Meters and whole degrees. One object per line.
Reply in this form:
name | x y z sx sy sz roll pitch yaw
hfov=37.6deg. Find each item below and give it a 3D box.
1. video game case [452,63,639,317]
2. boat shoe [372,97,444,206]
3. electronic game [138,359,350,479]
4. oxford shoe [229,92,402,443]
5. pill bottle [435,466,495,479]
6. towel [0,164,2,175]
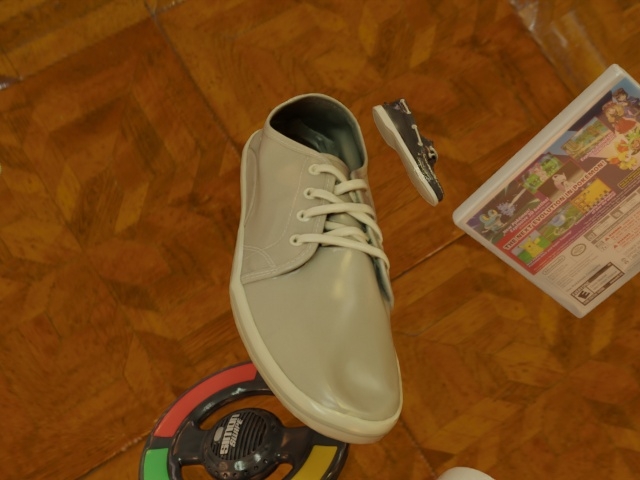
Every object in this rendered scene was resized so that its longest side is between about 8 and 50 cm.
video game case | 0.256 -0.037 0.877 0.183 0.023 0.201 35 116 -23
boat shoe | 0.095 -0.090 0.933 0.038 0.046 0.125 -26 61 -6
electronic game | -0.079 0.210 0.967 0.229 0.229 0.048 -35 129 -16
oxford shoe | 0.000 0.000 0.958 0.169 0.130 0.449 18 38 -25
pill bottle | 0.114 0.415 1.114 0.176 0.176 0.318 53 47 2
towel | -0.505 0.044 0.894 0.090 0.374 0.321 38 105 21
